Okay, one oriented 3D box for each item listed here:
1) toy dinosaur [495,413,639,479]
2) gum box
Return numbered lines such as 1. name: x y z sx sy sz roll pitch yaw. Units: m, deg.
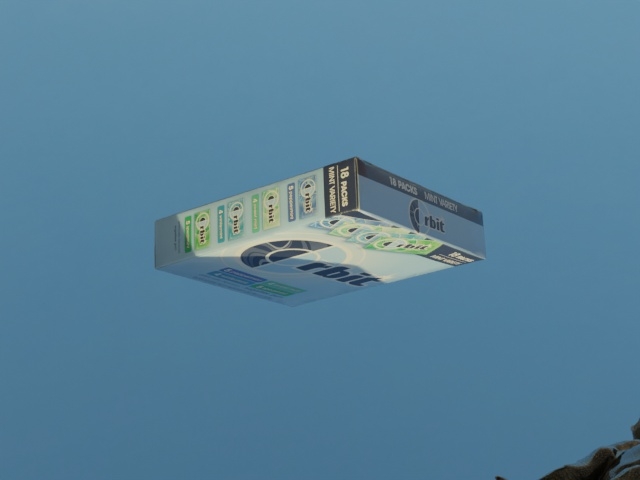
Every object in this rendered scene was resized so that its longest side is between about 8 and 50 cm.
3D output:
1. toy dinosaur: 0.204 0.161 0.715 0.160 0.121 0.313 -30 179 2
2. gum box: 0.000 0.000 0.885 0.184 0.157 0.041 -16 -113 35
